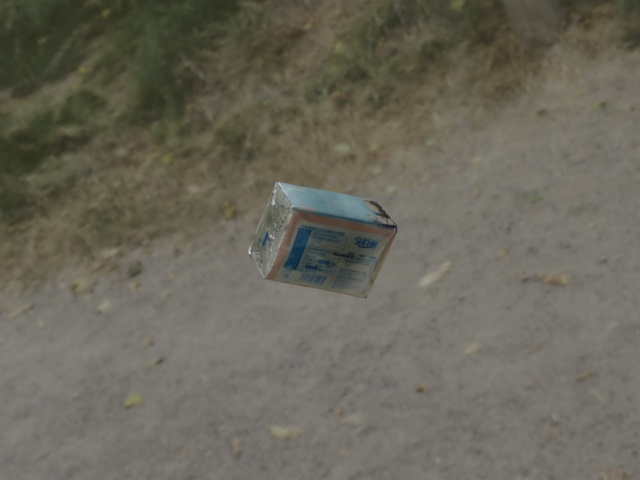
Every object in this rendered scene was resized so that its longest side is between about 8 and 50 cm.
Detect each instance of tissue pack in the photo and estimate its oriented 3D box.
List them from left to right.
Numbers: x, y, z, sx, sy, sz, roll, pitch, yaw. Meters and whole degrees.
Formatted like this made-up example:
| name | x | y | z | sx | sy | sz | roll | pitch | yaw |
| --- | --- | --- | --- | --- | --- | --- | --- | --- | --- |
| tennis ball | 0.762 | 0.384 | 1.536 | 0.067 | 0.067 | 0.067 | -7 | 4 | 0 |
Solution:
| name | x | y | z | sx | sy | sz | roll | pitch | yaw |
| --- | --- | --- | --- | --- | --- | --- | --- | --- | --- |
| tissue pack | 0.000 | 0.000 | 0.954 | 0.094 | 0.074 | 0.058 | 12 | 26 | -26 |
